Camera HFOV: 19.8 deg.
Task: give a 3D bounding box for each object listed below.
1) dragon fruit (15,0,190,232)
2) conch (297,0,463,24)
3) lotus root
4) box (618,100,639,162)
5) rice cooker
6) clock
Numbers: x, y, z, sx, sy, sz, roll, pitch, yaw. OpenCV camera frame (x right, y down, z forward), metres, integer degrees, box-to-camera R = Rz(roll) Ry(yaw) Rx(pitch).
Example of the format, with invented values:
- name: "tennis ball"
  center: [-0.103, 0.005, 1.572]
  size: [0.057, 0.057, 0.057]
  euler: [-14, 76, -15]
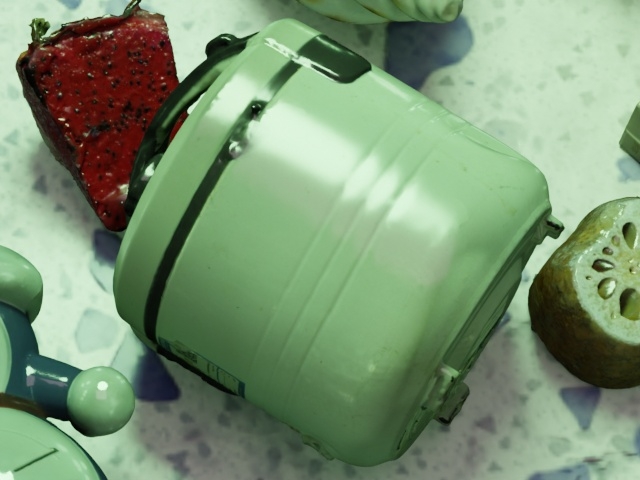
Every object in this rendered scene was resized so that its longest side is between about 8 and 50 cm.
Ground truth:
- name: "dragon fruit"
  center: [-0.136, -0.089, 1.178]
  size: [0.102, 0.096, 0.147]
  euler: [-19, 111, -9]
- name: "conch"
  center: [0.033, -0.237, 1.229]
  size: [0.183, 0.149, 0.275]
  euler: [-12, 68, -14]
- name: "lotus root"
  center: [0.200, 0.033, 1.162]
  size: [0.112, 0.081, 0.122]
  euler: [41, 68, 6]
- name: "box"
  center: [0.320, -0.055, 1.219]
  size: [0.201, 0.058, 0.141]
  euler: [41, 68, 13]
- name: "rice cooker"
  center: [0.000, 0.000, 1.085]
  size: [0.244, 0.226, 0.226]
  euler: [29, 66, 7]
- name: "clock"
  center: [-0.199, 0.127, 1.043]
  size: [0.199, 0.146, 0.243]
  euler: [-14, 63, -6]
